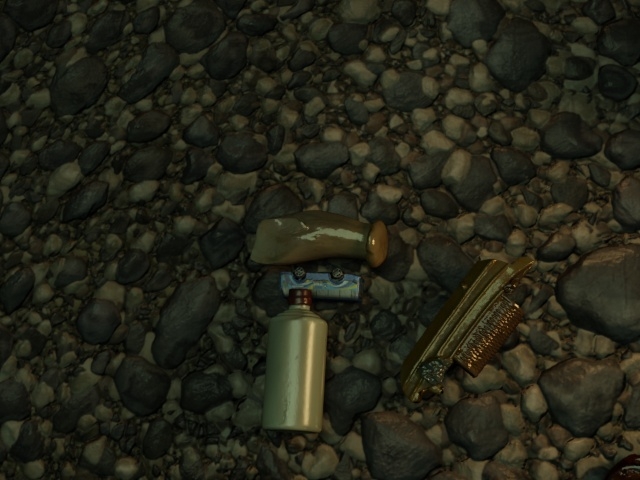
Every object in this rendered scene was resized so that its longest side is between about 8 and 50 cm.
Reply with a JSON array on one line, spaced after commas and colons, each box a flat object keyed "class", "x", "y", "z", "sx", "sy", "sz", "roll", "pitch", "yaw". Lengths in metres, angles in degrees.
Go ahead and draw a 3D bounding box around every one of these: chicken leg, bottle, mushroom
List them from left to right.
[{"class": "bottle", "x": -0.042, "y": 0.202, "z": 1.393, "sx": 0.104, "sy": 0.104, "sz": 0.245, "roll": 0, "pitch": 74, "yaw": 14}, {"class": "mushroom", "x": -0.002, "y": -0.006, "z": 1.472, "sx": 0.247, "sy": 0.096, "sz": 0.108, "roll": 1, "pitch": 35, "yaw": 9}, {"class": "chicken leg", "x": 0.484, "y": 0.361, "z": 1.254, "sx": 0.145, "sy": 0.037, "sz": 0.062, "roll": -9, "pitch": 82, "yaw": 9}]

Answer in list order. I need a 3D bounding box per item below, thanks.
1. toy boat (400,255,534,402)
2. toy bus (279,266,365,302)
[{"class": "toy boat", "x": 0.250, "y": 0.149, "z": 1.355, "sx": 0.115, "sy": 0.089, "sz": 0.310, "roll": 35, "pitch": 81, "yaw": 19}, {"class": "toy bus", "x": 0.001, "y": 0.082, "z": 1.462, "sx": 0.153, "sy": 0.051, "sz": 0.061, "roll": 1, "pitch": 77, "yaw": 14}]
